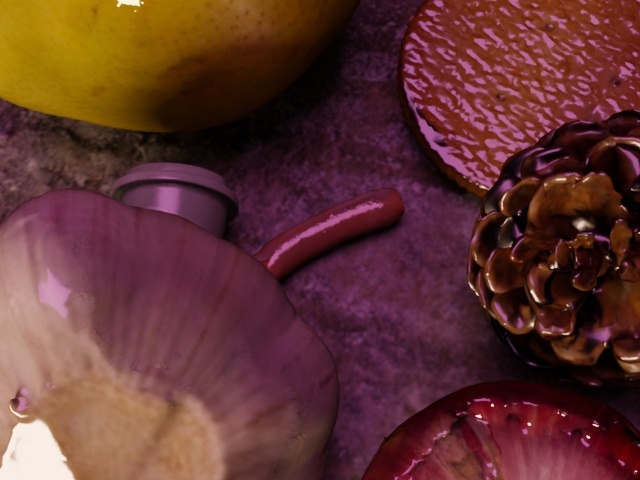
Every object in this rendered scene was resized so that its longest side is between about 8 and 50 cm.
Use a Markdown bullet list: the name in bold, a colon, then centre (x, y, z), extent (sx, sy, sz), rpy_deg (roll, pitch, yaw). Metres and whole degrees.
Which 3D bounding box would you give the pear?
- **pear**: centre (-0.145, -0.280, 0.780), extent (0.418, 0.362, 0.363), rpy_deg (-17, 58, -11)

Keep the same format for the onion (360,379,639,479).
- **onion**: centre (0.131, 0.218, 0.559), extent (0.247, 0.161, 0.248), rpy_deg (-5, 66, 11)

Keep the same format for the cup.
- **cup**: centre (-0.138, 0.010, 0.750), extent (0.119, 0.120, 0.141), rpy_deg (2, 72, 7)

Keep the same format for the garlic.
- **garlic**: centre (-0.135, 0.118, 0.583), extent (0.317, 0.259, 0.318), rpy_deg (0, 90, -12)

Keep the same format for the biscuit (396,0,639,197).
- **biscuit**: centre (0.227, -0.162, 0.827), extent (0.305, 0.038, 0.306), rpy_deg (0, 70, 0)

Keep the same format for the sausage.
- **sausage**: centre (0.000, -0.001, 0.775), extent (0.176, 0.040, 0.047), rpy_deg (-27, 66, -10)

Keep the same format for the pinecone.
- **pinecone**: centre (0.221, 0.008, 0.631), extent (0.224, 0.272, 0.224), rpy_deg (-2, 85, 31)
